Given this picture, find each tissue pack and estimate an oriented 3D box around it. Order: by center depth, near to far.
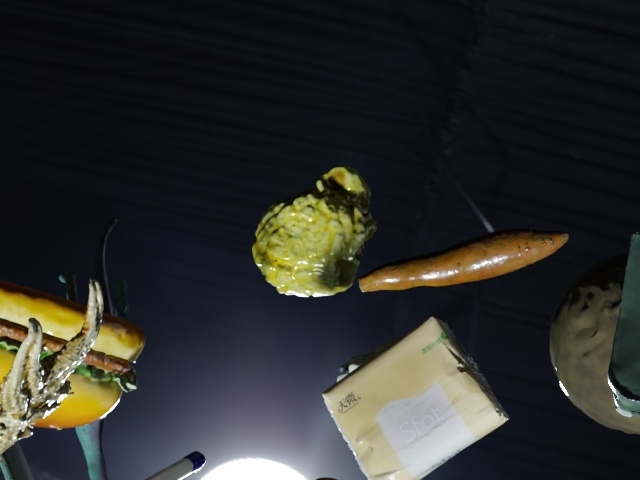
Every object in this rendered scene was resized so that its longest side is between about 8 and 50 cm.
[{"bbox_3d":[0.137,0.245,1.226,0.222,0.186,0.090,-35,-23,9],"label":"tissue pack"}]

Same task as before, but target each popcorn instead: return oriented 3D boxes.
[{"bbox_3d":[0.000,0.000,1.694,0.286,0.225,0.174,-36,-27,8],"label":"popcorn"}]

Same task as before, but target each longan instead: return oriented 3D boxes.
[{"bbox_3d":[0.681,0.220,1.747,0.391,0.391,0.391,14,-90,-87],"label":"longan"}]

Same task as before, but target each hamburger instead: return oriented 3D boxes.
[{"bbox_3d":[-0.358,0.159,1.093,0.246,0.246,0.170,91,-161,-77],"label":"hamburger"}]

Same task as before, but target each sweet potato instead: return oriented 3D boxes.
[{"bbox_3d":[0.176,0.028,1.032,0.057,0.264,0.057,-16,-90,-73],"label":"sweet potato"}]

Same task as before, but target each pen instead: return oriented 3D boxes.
[{"bbox_3d":[-0.240,0.376,1.321,0.269,0.033,0.033,18,-93,-79],"label":"pen"}]

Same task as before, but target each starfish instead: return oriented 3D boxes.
[{"bbox_3d":[-0.264,0.131,0.811,0.247,0.050,0.138,-54,0,42],"label":"starfish"}]

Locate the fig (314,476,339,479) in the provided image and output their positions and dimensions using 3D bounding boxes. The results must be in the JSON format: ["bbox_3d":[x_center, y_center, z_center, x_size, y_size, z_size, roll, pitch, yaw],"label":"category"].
[{"bbox_3d":[0.048,0.503,1.530,0.245,0.149,0.149,6,-79,-48],"label":"fig"}]

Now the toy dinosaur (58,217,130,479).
[{"bbox_3d":[-0.319,0.216,1.253,0.331,0.129,0.383,58,134,37],"label":"toy dinosaur"}]

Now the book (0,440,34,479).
[{"bbox_3d":[-0.658,0.427,1.739,0.283,0.025,0.215,56,163,27],"label":"book"}]

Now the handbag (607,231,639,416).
[{"bbox_3d":[0.491,0.101,1.012,0.079,0.247,0.260,50,-129,-45],"label":"handbag"}]

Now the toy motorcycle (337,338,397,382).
[{"bbox_3d":[0.100,0.214,1.403,0.228,0.151,0.074,-27,80,54],"label":"toy motorcycle"}]
